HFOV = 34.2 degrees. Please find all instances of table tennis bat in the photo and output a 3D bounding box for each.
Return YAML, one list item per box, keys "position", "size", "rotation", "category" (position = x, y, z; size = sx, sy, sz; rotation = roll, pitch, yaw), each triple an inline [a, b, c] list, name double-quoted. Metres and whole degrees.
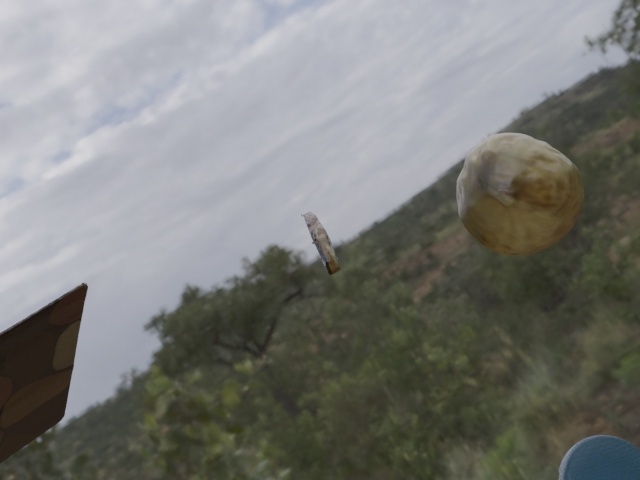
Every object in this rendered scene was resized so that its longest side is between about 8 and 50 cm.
- position: [0.230, 0.218, 0.858]
  size: [0.155, 0.100, 0.019]
  rotation: [-22, -18, -37]
  category: "table tennis bat"

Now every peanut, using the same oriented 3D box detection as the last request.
- position: [0.224, -0.051, 1.179]
  size: [0.109, 0.140, 0.159]
  rotation: [-51, -16, -30]
  category: "peanut"

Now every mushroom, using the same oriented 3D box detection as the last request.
- position: [0.000, 0.000, 1.178]
  size: [0.019, 0.101, 0.049]
  rotation: [-23, -45, -3]
  category: "mushroom"

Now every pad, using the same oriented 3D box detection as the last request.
- position: [-0.244, 0.130, 0.662]
  size: [0.235, 0.003, 0.158]
  rotation: [-35, -25, -43]
  category: "pad"
